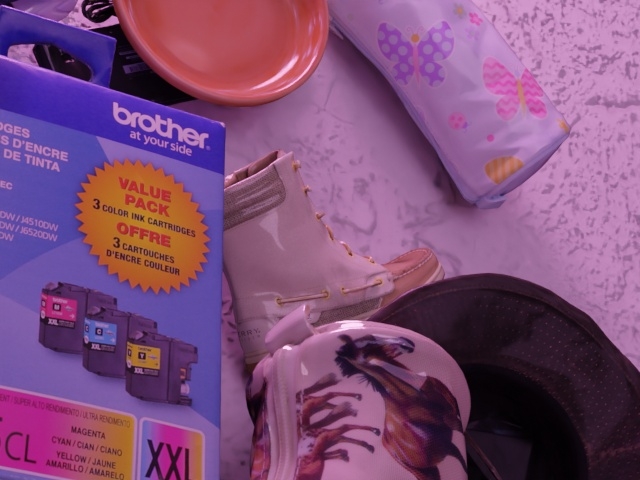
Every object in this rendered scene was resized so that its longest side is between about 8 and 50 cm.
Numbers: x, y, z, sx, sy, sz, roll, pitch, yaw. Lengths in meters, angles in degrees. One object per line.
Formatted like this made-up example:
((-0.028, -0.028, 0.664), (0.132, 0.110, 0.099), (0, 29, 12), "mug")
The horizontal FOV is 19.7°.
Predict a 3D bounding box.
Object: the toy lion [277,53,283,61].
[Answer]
((-0.044, -0.198, 1.659), (0.100, 0.034, 0.096), (50, 41, 0), "toy lion")

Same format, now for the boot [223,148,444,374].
((0.000, 0.000, 1.515), (0.213, 0.077, 0.165), (-25, 95, -37), "boot")

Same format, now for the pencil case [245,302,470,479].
((0.009, 0.250, 1.218), (0.183, 0.160, 0.410), (41, 42, -39), "pencil case")

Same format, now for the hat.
((0.114, 0.199, 1.462), (0.331, 0.134, 0.331), (5, 67, -12), "hat")

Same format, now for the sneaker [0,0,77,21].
((-0.317, -0.229, 1.454), (0.235, 0.094, 0.153), (-21, 68, -32), "sneaker")

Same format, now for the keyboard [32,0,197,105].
((-0.159, -0.159, 1.562), (0.180, 0.023, 0.108), (-16, 79, -40), "keyboard")

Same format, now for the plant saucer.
((-0.089, -0.202, 1.580), (0.200, 0.037, 0.200), (11, 63, -23), "plant saucer")

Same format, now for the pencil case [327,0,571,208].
((0.108, -0.162, 1.683), (0.124, 0.113, 0.273), (-39, 88, -32), "pencil case")

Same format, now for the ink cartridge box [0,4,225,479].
((-0.215, 0.023, 1.335), (0.270, 0.151, 0.395), (15, 55, -27), "ink cartridge box")
